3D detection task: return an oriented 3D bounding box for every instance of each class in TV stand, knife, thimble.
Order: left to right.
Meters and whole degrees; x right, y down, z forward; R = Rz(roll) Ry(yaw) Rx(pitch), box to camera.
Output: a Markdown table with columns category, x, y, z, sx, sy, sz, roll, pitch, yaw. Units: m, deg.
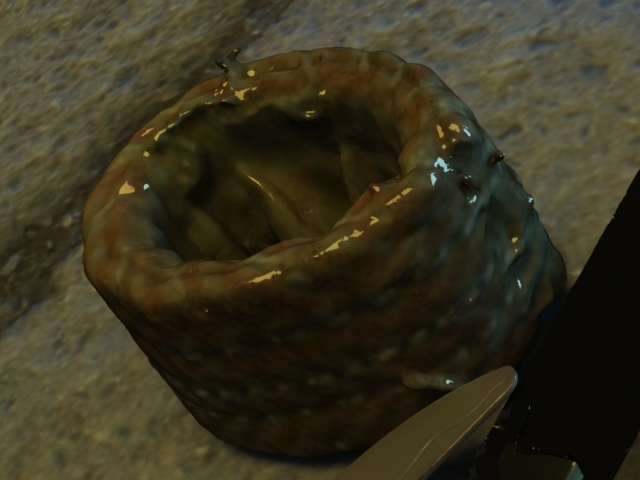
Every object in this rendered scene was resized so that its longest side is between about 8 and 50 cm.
| category | x | y | z | sx | sy | sz | roll | pitch | yaw |
| --- | --- | --- | --- | --- | --- | --- | --- | --- | --- |
| thimble | -0.006 | 0.004 | 0.823 | 0.229 | 0.148 | 0.196 | 12 | 58 | 45 |
| knife | 0.000 | 0.143 | 0.741 | 0.244 | 0.032 | 0.058 | -47 | 25 | -5 |
| TV stand | 0.151 | 0.034 | 0.760 | 0.049 | 0.040 | 0.256 | 10 | 56 | 42 |
